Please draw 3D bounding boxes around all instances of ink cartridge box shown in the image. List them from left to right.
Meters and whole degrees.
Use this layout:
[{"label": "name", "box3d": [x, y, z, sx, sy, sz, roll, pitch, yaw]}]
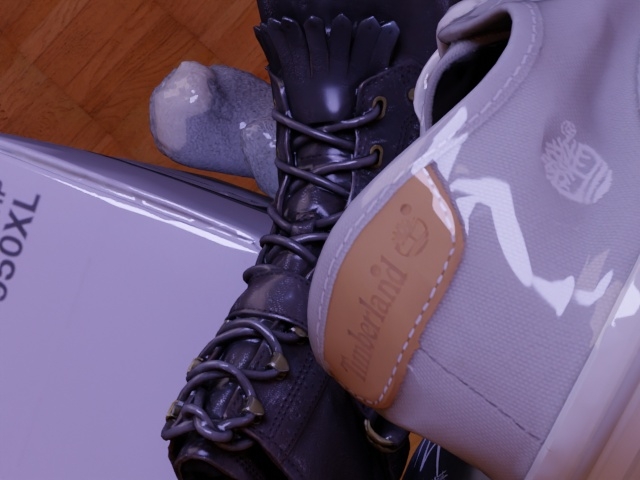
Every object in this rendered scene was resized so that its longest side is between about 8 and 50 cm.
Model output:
[{"label": "ink cartridge box", "box3d": [-0.092, 0.111, 0.981, 0.395, 0.166, 0.286, 6, -77, -76]}]

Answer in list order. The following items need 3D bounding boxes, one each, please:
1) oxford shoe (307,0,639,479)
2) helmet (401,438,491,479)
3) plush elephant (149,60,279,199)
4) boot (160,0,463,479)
[{"label": "oxford shoe", "box3d": [0.109, -0.060, 0.704, 0.449, 0.130, 0.169, -54, -15, -57]}, {"label": "helmet", "box3d": [0.109, 0.123, 0.721, 0.169, 0.169, 0.162, -41, 27, 33]}, {"label": "plush elephant", "box3d": [0.088, -0.129, 1.020, 0.272, 0.330, 0.255, -35, -31, -30]}, {"label": "boot", "box3d": [0.000, 0.000, 0.722, 0.091, 0.263, 0.229, -2, 41, 31]}]
